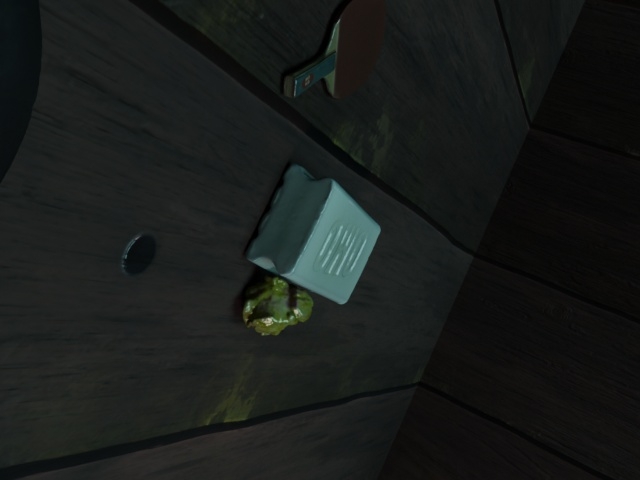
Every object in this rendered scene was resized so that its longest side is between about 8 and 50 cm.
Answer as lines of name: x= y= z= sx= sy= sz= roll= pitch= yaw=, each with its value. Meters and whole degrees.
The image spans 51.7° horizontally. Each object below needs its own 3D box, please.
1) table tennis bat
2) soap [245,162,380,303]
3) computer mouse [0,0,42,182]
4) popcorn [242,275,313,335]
table tennis bat: x=0.029 y=-0.269 z=0.953 sx=0.274 sy=0.021 sz=0.154 roll=-45 pitch=148 yaw=-43
soap: x=0.000 y=0.000 z=1.052 sx=0.159 sy=0.088 sz=0.265 roll=-65 pitch=156 yaw=-5
computer mouse: x=-0.253 y=-0.113 z=0.430 sx=0.138 sy=0.086 sz=0.269 roll=-13 pitch=125 yaw=-61
popcorn: x=-0.071 y=0.102 z=1.009 sx=0.109 sy=0.089 sz=0.097 roll=-30 pitch=173 yaw=-41
